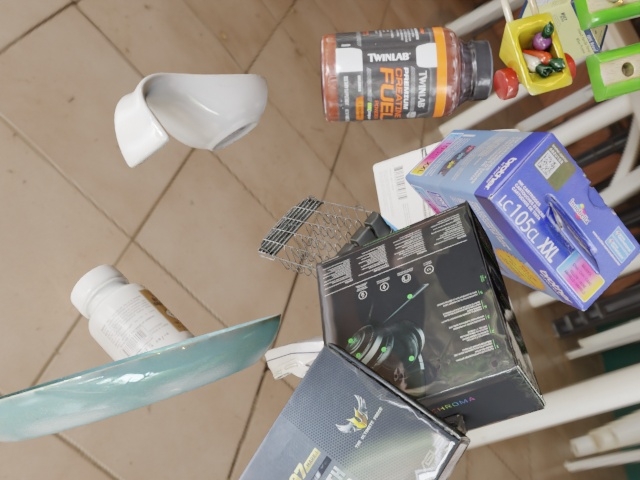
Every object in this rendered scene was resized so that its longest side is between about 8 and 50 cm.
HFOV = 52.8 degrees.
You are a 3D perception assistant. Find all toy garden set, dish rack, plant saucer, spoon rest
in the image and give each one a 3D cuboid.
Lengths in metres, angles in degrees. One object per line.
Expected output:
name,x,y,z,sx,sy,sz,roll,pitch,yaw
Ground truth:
toy garden set,0.236,-0.247,0.569,0.049,0.203,0.245,-167,-118,-80
dish rack,0.000,0.000,1.403,0.208,0.271,0.074,-48,129,-24
plant saucer,-0.186,0.137,0.646,0.317,0.317,0.044,-11,82,-58
spoon rest,-0.147,-0.150,0.750,0.084,0.137,0.276,57,21,-3

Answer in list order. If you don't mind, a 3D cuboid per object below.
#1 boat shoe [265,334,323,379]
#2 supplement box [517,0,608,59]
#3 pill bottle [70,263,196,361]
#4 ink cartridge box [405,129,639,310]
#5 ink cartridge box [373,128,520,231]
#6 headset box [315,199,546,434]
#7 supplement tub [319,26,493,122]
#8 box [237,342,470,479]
boat shoe,-0.038,0.278,1.506,0.096,0.267,0.088,-10,81,-45
supplement box,0.321,-0.286,0.855,0.083,0.083,0.056,47,54,-29
pill bottle,-0.346,0.154,1.183,0.229,0.131,0.131,41,26,17
ink cartridge box,0.345,-0.047,1.102,0.270,0.151,0.395,45,-4,-18
ink cartridge box,0.319,-0.091,1.591,0.166,0.395,0.286,-10,91,-27
headset box,0.137,0.128,0.870,0.131,0.246,0.283,47,26,-43
supplement tub,0.099,-0.198,0.766,0.106,0.197,0.106,-3,90,-87
box,0.022,0.257,0.698,0.183,0.233,0.059,32,-3,30
